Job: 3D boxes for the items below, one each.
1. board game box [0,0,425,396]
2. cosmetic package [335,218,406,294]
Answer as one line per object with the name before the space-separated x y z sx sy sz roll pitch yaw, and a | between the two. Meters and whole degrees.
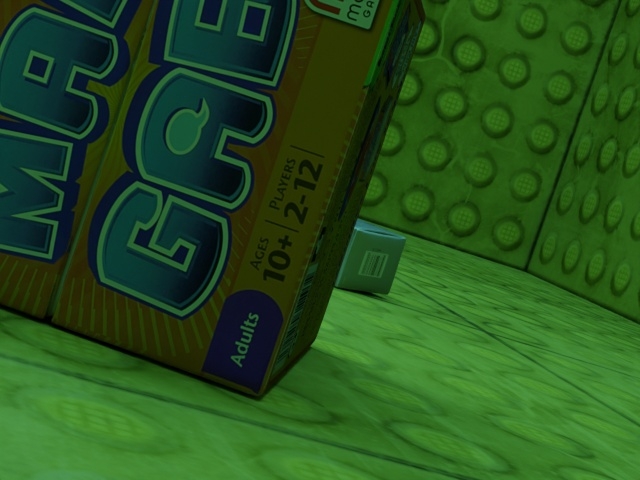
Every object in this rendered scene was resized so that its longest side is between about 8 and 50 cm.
board game box | -0.134 -0.110 1.207 0.356 0.357 0.356 19 4 6
cosmetic package | 0.000 0.000 2.103 0.238 0.107 0.127 26 12 41
